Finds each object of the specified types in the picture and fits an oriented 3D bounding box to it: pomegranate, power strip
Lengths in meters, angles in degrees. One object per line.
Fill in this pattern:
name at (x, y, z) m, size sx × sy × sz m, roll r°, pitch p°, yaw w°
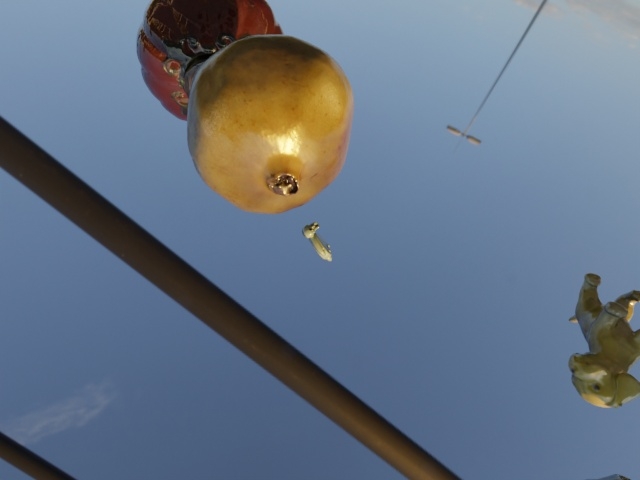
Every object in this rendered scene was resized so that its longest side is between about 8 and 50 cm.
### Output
pomegranate at (-0.065, -0.148, 0.588) m, size 0.233 × 0.233 × 0.233 m, roll 11°, pitch -135°, yaw -11°
power strip at (0.000, 0.000, 0.840) m, size 0.083 × 0.035 × 0.055 m, roll 50°, pitch -166°, yaw -24°

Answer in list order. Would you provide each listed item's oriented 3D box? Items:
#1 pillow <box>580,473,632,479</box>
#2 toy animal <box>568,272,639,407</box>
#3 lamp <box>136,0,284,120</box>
pillow at (0.018, 0.155, 0.176) m, size 0.051 × 0.241 × 0.093 m, roll 58°, pitch -159°, yaw -6°
toy animal at (0.509, 0.171, 0.806) m, size 0.121 × 0.169 × 0.233 m, roll 20°, pitch -140°, yaw 7°
lamp at (-0.216, -0.375, 0.928) m, size 0.302 × 0.303 × 0.257 m, roll 5°, pitch -137°, yaw -17°
